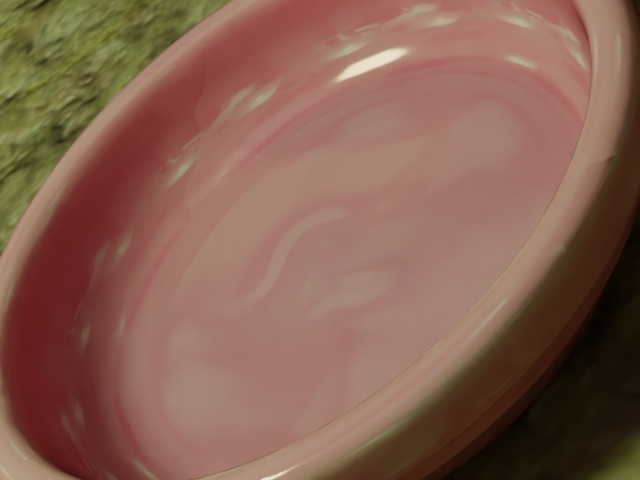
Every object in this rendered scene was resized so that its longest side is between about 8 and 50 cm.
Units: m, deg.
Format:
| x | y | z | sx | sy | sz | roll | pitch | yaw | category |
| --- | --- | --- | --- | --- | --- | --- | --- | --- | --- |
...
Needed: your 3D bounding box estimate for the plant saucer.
| x | y | z | sx | sy | sz | roll | pitch | yaw | category |
| --- | --- | --- | --- | --- | --- | --- | --- | --- | --- |
| 0.000 | 0.000 | 0.705 | 0.332 | 0.084 | 0.332 | -26 | 38 | 22 | plant saucer |
